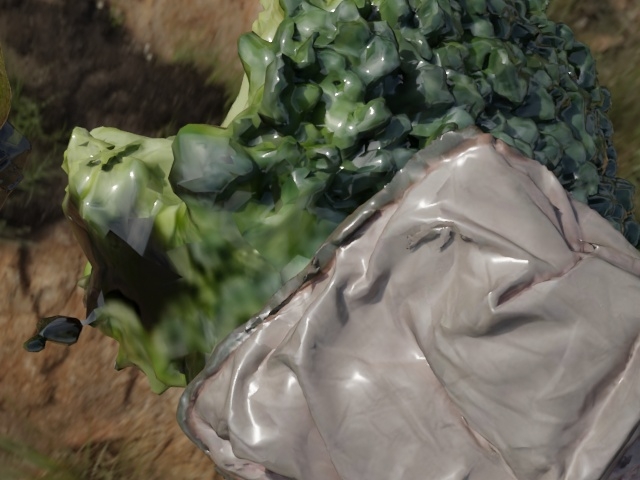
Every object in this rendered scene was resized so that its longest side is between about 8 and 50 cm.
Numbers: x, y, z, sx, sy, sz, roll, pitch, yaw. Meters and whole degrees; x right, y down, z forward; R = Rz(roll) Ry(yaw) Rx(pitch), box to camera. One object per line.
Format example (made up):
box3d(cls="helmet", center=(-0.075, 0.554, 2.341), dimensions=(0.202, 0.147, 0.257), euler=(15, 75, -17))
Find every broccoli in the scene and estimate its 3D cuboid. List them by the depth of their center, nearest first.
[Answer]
box3d(cls="broccoli", center=(-0.006, -0.010, 0.684), dimensions=(0.293, 0.281, 0.347), euler=(11, 63, -46))

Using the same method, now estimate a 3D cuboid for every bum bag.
box3d(cls="bum bag", center=(-0.400, -0.039, 1.573), dimensions=(0.107, 0.060, 0.232), euler=(16, 112, -31))

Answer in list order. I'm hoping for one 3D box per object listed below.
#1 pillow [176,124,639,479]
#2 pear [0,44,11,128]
box3d(cls="pillow", center=(0.086, 0.090, 0.409), dimensions=(0.248, 0.049, 0.135), euler=(42, 104, -11))
box3d(cls="pear", center=(-0.388, -0.152, 1.292), dimensions=(0.197, 0.197, 0.197), euler=(5, 73, -15))
